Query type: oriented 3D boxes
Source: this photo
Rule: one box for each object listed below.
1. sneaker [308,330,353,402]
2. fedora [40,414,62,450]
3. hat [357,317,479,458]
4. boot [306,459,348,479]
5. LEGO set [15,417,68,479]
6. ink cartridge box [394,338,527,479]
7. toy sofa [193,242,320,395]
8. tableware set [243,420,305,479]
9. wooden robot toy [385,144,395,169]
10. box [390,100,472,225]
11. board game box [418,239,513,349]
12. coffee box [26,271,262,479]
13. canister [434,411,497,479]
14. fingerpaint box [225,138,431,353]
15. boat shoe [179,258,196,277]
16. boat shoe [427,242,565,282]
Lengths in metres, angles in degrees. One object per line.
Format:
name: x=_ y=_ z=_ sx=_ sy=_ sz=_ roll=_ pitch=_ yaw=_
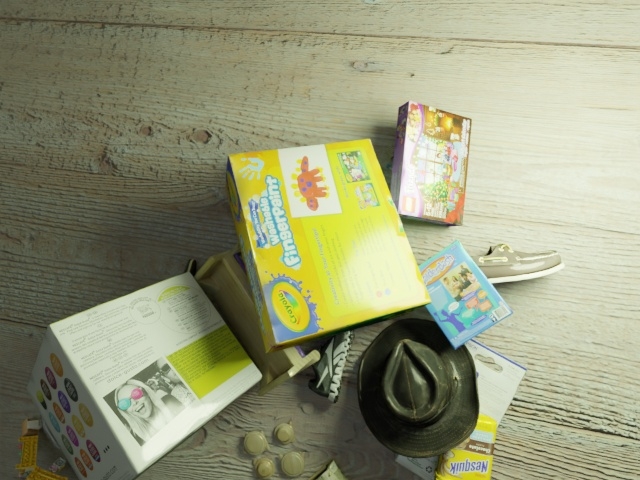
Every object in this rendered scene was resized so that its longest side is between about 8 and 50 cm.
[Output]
sneaker: x=0.023 y=0.308 z=1.106 sx=0.106 sy=0.078 sz=0.234 roll=14 pitch=89 yaw=7
fedora: x=-0.694 y=0.488 z=1.174 sx=0.243 sy=0.124 sz=0.275 roll=0 pitch=84 yaw=9
hat: x=0.213 y=0.329 z=0.982 sx=0.331 sy=0.134 sz=0.331 roll=-13 pitch=57 yaw=20
boot: x=0.080 y=0.644 z=1.067 sx=0.213 sy=0.077 sz=0.165 roll=-35 pitch=79 yaw=7
LEGO set: x=-0.805 y=0.657 z=1.183 sx=0.287 sy=0.132 sz=0.107 roll=35 pitch=114 yaw=13
ink cartridge box: x=0.352 y=0.439 z=1.050 sx=0.175 sy=0.069 sz=0.371 roll=28 pitch=92 yaw=11
toy sofa: x=-0.159 y=0.191 z=1.069 sx=0.150 sy=0.177 sz=0.362 roll=-43 pitch=78 yaw=36
tableware set: x=-0.127 y=0.582 z=1.132 sx=0.168 sy=0.020 sz=0.141 roll=-15 pitch=85 yaw=6
wooden robot toy: x=0.225 y=-0.184 z=1.121 sx=0.076 sy=0.079 sz=0.173 roll=-13 pitch=83 yaw=7
box: x=0.289 y=-0.194 z=1.079 sx=0.201 sy=0.057 sz=0.293 roll=8 pitch=85 yaw=-20
board game box: x=0.329 y=0.128 z=0.996 sx=0.160 sy=0.047 sz=0.210 roll=-36 pitch=74 yaw=13
coffee box: x=-0.417 y=0.334 z=0.977 sx=0.334 sy=0.338 sz=0.337 roll=51 pitch=127 yaw=10
canister: x=0.346 y=0.500 z=0.980 sx=0.126 sy=0.073 sz=0.170 roll=9 pitch=84 yaw=11
fingerpaint box: x=0.000 y=0.000 z=0.996 sx=0.371 sy=0.163 sz=0.445 roll=-12 pitch=71 yaw=-19
boat shoe: x=-0.403 y=0.124 z=1.199 sx=0.049 sy=0.056 sz=0.152 roll=16 pitch=87 yaw=5
boat shoe: x=0.440 y=0.061 z=1.050 sx=0.324 sy=0.116 sz=0.097 roll=-12 pitch=86 yaw=13
